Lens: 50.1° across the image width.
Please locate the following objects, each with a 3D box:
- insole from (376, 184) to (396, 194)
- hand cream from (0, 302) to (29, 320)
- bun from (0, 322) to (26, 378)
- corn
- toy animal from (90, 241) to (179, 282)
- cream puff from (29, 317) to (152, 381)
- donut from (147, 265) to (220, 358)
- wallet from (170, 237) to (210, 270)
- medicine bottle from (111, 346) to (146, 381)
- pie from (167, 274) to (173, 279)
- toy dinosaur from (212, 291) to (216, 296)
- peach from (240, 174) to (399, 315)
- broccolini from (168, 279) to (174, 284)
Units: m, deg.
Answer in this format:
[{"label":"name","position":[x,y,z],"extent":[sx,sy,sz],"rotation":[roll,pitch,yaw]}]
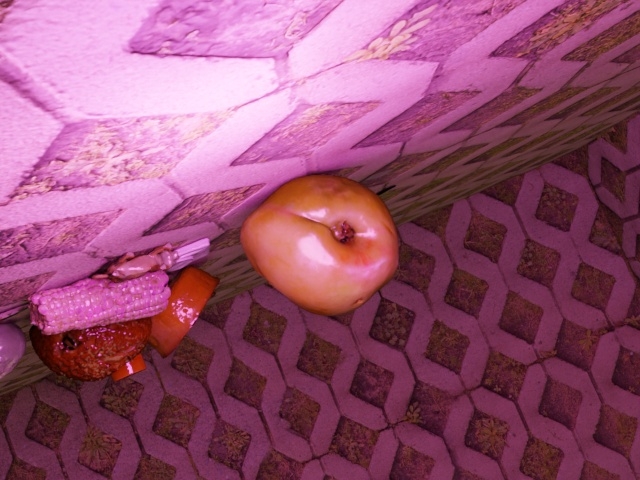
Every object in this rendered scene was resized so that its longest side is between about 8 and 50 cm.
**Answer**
[{"label":"insole","position":[0.149,-0.128,2.185],"extent":[0.232,0.003,0.080],"rotation":[-28,173,41]},{"label":"hand cream","position":[-0.696,0.169,1.476],"extent":[0.165,0.037,0.057],"rotation":[-26,178,-44]},{"label":"bun","position":[-0.800,0.282,1.611],"extent":[0.212,0.127,0.204],"rotation":[-25,176,10]},{"label":"corn","position":[-0.480,0.131,1.519],"extent":[0.126,0.127,0.335],"rotation":[-27,171,37]},{"label":"toy animal","position":[-0.391,0.057,1.476],"extent":[0.241,0.057,0.099],"rotation":[-18,173,-45]},{"label":"cream puff","position":[-0.568,0.245,1.744],"extent":[0.302,0.212,0.303],"rotation":[-24,176,-2]},{"label":"donut","position":[-0.407,0.192,1.946],"extent":[0.278,0.108,0.278],"rotation":[-50,-168,15]},{"label":"wallet","position":[-0.329,0.039,1.691],"extent":[0.124,0.032,0.183],"rotation":[-24,174,-14]},{"label":"medicine bottle","position":[-0.598,0.294,2.015],"extent":[0.149,0.222,0.112],"rotation":[-20,173,-26]},{"label":"pie","position":[-0.459,0.114,1.948],"extent":[0.085,0.017,0.085],"rotation":[-22,174,-2]},{"label":"toy dinosaur","position":[-0.533,0.240,2.459],"extent":[0.205,0.092,0.393],"rotation":[-25,173,17]},{"label":"peach","position":[0.006,0.003,1.410],"extent":[0.282,0.314,0.315],"rotation":[-55,180,-11]},{"label":"broccolini","position":[-0.436,0.131,2.085],"extent":[0.044,0.042,0.218],"rotation":[-26,172,21]}]
